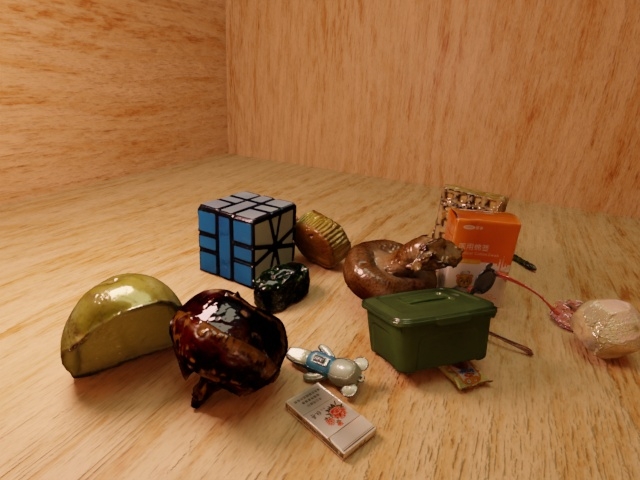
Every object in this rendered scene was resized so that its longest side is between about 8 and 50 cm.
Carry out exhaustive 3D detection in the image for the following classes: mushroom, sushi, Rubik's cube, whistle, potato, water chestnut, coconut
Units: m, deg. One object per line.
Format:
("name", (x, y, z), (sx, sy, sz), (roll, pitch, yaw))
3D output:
("mushroom", (0.244, 0.085, 1.443), (0.331, 0.356, 0.334), (-17, 44, -15))
("sushi", (-0.135, 0.154, 1.478), (0.124, 0.127, 0.225), (21, 30, 37))
("Rubik's cube", (-0.286, -0.016, 1.670), (0.284, 0.288, 0.294), (14, 22, 25))
("whistle", (0.012, 0.336, 1.125), (0.236, 0.077, 0.113), (10, 54, 30))
("potato", (-0.505, 0.168, 1.090), (0.331, 0.280, 0.212), (-16, 60, -31))
("water chestnut", (-0.231, 0.271, 1.018), (0.300, 0.299, 0.300), (3, 22, -1))
("coconut", (0.888, 0.268, 1.296), (0.195, 0.194, 0.194), (3, 22, -1))

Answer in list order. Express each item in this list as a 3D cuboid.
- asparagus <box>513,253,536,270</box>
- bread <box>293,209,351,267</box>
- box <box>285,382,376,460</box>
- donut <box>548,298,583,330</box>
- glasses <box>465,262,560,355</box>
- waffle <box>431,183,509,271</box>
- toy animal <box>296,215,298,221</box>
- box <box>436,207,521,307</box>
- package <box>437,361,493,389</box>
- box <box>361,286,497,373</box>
("asparagus", (0.925, 0.099, 1.922), (0.036, 0.030, 0.165), (22, 13, -22))
("bread", (0.000, 0.000, 1.762), (0.143, 0.227, 0.253), (-34, 43, -25))
("box", (0.021, 0.413, 0.986), (0.109, 0.029, 0.198), (-17, 29, -41))
("donut", (0.865, 0.256, 1.475), (0.117, 0.065, 0.166), (9, 21, 11))
("glasses", (0.601, 0.214, 1.369), (0.234, 0.118, 0.268), (-44, 41, -20))
("waffle", (0.596, -0.026, 1.719), (0.261, 0.375, 0.114), (22, 27, 34))
("toy animal", (-0.243, -0.067, 1.964), (0.281, 0.169, 0.195), (-28, -5, -45))
("box", (0.566, 0.058, 1.546), (0.225, 0.340, 0.143), (5, 23, 2))
("package", (0.394, 0.365, 1.166), (0.108, 0.031, 0.121), (-6, 24, -24))
("box", (0.307, 0.249, 1.206), (0.329, 0.177, 0.253), (-6, 7, -18))
